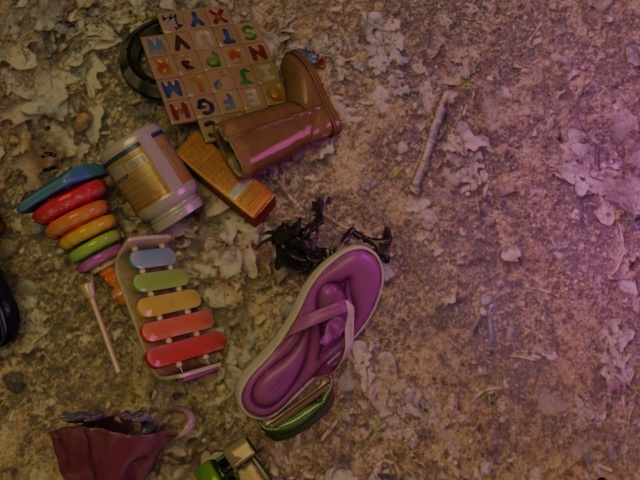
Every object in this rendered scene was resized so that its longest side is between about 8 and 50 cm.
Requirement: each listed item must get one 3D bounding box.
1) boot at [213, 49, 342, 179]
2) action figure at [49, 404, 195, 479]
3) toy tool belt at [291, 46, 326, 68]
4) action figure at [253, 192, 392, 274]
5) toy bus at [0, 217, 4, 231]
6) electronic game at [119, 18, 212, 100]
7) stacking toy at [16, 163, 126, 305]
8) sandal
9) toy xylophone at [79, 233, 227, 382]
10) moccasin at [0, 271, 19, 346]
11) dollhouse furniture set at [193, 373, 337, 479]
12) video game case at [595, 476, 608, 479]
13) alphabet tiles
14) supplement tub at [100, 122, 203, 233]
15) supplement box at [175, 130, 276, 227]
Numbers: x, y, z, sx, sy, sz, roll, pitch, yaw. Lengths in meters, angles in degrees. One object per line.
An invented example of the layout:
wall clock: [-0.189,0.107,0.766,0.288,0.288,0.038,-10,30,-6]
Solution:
boot: [-0.111,-0.283,1.533,0.269,0.089,0.236,-26,78,-25]
action figure: [-0.405,0.510,1.342,0.275,0.248,0.370,0,86,-45]
toy tool belt: [-0.027,-0.424,1.630,0.083,0.051,0.052,13,75,2]
action figure: [0.000,0.000,1.461,0.275,0.164,0.141,13,39,-18]
toy bus: [-0.838,0.003,1.455,0.332,0.130,0.108,-29,78,-9]
electronic game: [-0.349,-0.421,1.623,0.229,0.048,0.229,1,67,-4]
stacking toy: [-0.473,0.007,1.470,0.165,0.175,0.302,-27,95,21]
sandal: [-0.002,0.201,1.394,0.169,0.102,0.416,35,93,-29]
toy xylophone: [-0.332,0.146,1.405,0.081,0.236,0.323,-33,83,35]
moccasin: [-0.694,0.058,1.375,0.137,0.117,0.342,-33,112,-5]
dollhouse furniture set: [-0.063,0.408,1.334,0.301,0.197,0.151,-34,77,-9]
video game case: [0.522,0.648,1.369,0.275,0.035,0.248,-31,78,-9]
alphabet tiles: [-0.235,-0.383,1.587,0.285,0.011,0.342,-16,74,-25]
supplement tub: [-0.351,-0.129,1.475,0.144,0.144,0.200,-33,99,-9]
supplement box: [-0.208,-0.134,1.536,0.233,0.078,0.080,38,77,7]
